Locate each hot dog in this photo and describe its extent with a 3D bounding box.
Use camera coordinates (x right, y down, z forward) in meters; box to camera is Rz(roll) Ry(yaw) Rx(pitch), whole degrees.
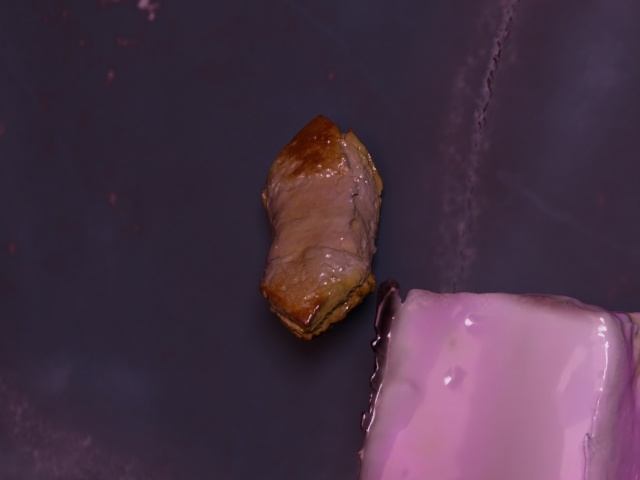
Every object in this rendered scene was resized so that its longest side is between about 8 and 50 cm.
[{"bbox_3d":[0.001,0.000,1.203,0.078,0.061,0.169,-9,50,22],"label":"hot dog"}]

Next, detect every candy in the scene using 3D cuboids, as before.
[{"bbox_3d":[0.104,0.159,1.080,0.155,0.116,0.265,4,83,31],"label":"candy"}]
